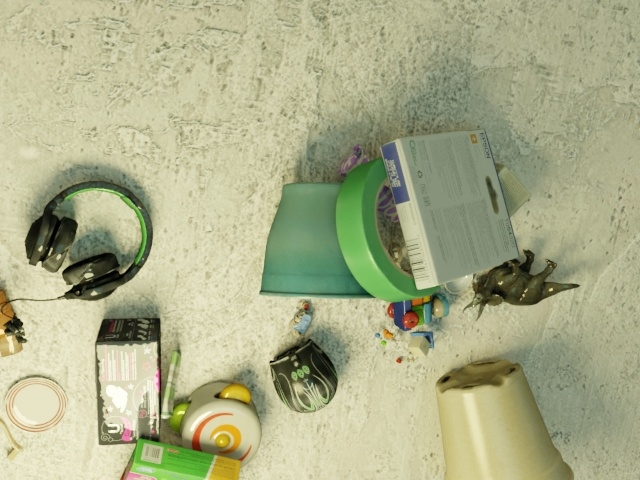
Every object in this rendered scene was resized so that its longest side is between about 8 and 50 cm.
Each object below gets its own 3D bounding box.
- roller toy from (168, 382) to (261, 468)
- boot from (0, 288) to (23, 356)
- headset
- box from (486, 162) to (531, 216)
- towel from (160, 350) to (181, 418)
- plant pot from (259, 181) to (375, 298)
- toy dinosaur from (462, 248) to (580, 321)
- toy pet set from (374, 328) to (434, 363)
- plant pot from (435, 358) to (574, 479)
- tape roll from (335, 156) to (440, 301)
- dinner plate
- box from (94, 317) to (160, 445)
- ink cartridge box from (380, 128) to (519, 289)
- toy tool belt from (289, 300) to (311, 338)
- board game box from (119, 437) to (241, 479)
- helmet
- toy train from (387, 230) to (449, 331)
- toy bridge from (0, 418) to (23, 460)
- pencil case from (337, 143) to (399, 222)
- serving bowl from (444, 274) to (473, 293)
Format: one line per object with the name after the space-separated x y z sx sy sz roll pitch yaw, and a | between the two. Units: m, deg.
-0.237 0.451 1.905 0.209 0.146 0.191 -29 108 -5 | roller toy
-0.775 0.198 1.769 0.197 0.073 0.152 -17 108 -21 | boot
-0.537 0.047 1.724 0.243 0.185 0.394 45 79 -17 | headset
0.374 -0.056 1.947 0.275 0.094 0.113 -44 107 1 | box
-0.344 0.337 1.848 0.023 0.113 0.152 10 78 -6 | towel
0.000 0.000 1.801 0.271 0.271 0.255 2 89 -13 | plant pot
0.503 0.108 2.021 0.313 0.121 0.160 3 119 -24 | toy dinosaur
0.219 0.248 1.993 0.122 0.114 0.065 51 51 -31 | toy pet set
0.429 0.477 1.991 0.333 0.334 0.306 -17 95 -8 | plant pot
0.170 -0.026 1.757 0.321 0.077 0.321 16 67 -44 | tape roll
-0.666 0.385 1.863 0.141 0.017 0.141 -3 103 -11 | dinner plate
-0.438 0.318 1.821 0.142 0.163 0.247 1 103 -10 | box
0.296 -0.080 1.790 0.330 0.071 0.324 -12 87 -45 | ink cartridge box
-0.043 0.194 1.936 0.052 0.051 0.083 21 97 -16 | toy tool belt
-0.350 0.590 1.866 0.242 0.064 0.316 16 134 -14 | board game box
-0.036 0.338 1.924 0.169 0.169 0.162 -28 90 -5 | helmet
0.243 0.089 1.955 0.143 0.105 0.248 -9 105 -21 | toy train
-0.769 0.438 1.848 0.188 0.026 0.063 41 91 -18 | toy bridge
0.133 -0.132 1.886 0.206 0.086 0.088 44 52 -19 | pencil case
0.343 0.091 2.006 0.083 0.027 0.083 -9 113 -22 | serving bowl
